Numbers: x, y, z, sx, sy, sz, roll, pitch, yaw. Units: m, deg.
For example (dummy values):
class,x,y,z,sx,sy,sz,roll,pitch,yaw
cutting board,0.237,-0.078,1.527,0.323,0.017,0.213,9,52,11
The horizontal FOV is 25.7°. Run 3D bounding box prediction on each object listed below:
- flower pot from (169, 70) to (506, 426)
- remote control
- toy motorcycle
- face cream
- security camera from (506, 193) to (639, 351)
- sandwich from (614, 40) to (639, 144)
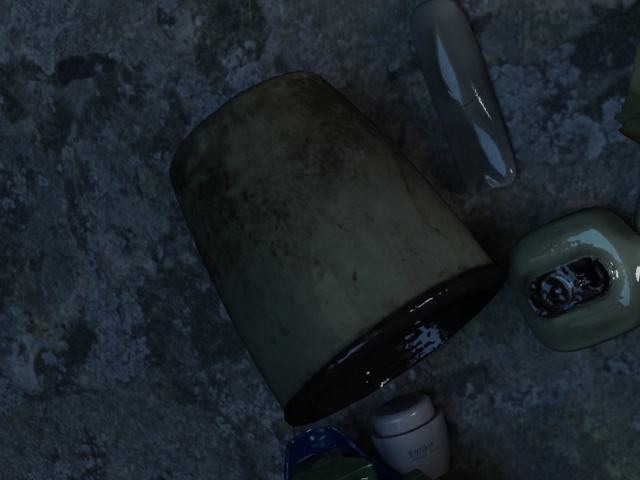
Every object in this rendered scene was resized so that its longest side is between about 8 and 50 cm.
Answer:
class,x,y,z,sx,sy,sz,roll,pitch,yaw
flower pot,0.000,0.000,1.590,0.293,0.294,0.330,-46,70,31
remote control,0.156,-0.163,1.585,0.073,0.044,0.229,-17,92,30
toy motorcycle,0.035,0.332,1.650,0.326,0.191,0.199,27,137,67
face cream,0.110,0.239,1.686,0.091,0.091,0.095,-15,101,33
security camera,0.343,0.015,1.500,0.302,0.080,0.157,-26,87,30
sandwich,0.436,-0.144,1.382,0.198,0.227,0.155,43,124,58
